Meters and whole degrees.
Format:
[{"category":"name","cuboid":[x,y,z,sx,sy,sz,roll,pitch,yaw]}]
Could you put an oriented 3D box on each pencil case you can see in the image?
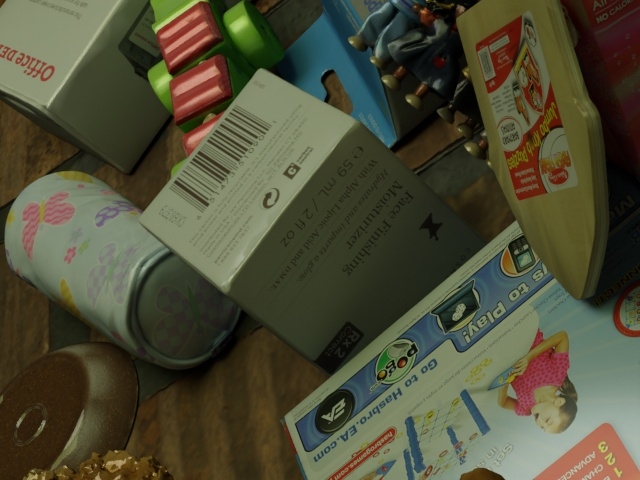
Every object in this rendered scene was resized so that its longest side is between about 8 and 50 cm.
[{"category":"pencil case","cuboid":[-0.174,0.018,1.435,0.124,0.113,0.273,-50,35,-13]}]

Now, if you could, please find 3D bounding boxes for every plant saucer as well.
[{"category":"plant saucer","cuboid":[-0.243,0.168,1.442,0.199,0.036,0.198,-28,42,29]}]

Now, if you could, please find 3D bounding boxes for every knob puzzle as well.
[{"category":"knob puzzle","cuboid":[0.142,-0.061,1.000,0.030,0.213,0.213,-15,36,-11]}]

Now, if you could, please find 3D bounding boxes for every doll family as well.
[{"category":"doll family","cuboid":[0.112,-0.147,1.250,0.111,0.193,0.076,-51,6,19]}]

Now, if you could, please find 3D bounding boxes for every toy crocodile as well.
[{"category":"toy crocodile","cuboid":[-0.091,-0.124,1.448,0.115,0.105,0.340,-30,50,15]}]

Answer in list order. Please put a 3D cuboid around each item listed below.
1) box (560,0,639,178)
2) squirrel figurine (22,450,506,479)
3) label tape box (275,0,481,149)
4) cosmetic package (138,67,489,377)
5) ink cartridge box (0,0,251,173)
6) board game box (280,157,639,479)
[{"category":"box","cuboid":[0.265,-0.195,1.051,0.300,0.154,0.142,-33,34,-10]},{"category":"squirrel figurine","cuboid":[-0.021,0.256,0.787,0.370,0.397,0.281,-58,-5,3]},{"category":"label tape box","cuboid":[0.079,-0.234,1.393,0.334,0.106,0.240,-41,36,12]},{"category":"cosmetic package","cuboid":[0.000,0.000,1.204,0.151,0.184,0.151,-52,35,-3]},{"category":"ink cartridge box","cuboid":[-0.197,-0.245,1.675,0.306,0.131,0.226,-56,37,-5]},{"category":"board game box","cuboid":[0.148,0.132,1.014,0.308,0.086,0.302,-41,37,13]}]
